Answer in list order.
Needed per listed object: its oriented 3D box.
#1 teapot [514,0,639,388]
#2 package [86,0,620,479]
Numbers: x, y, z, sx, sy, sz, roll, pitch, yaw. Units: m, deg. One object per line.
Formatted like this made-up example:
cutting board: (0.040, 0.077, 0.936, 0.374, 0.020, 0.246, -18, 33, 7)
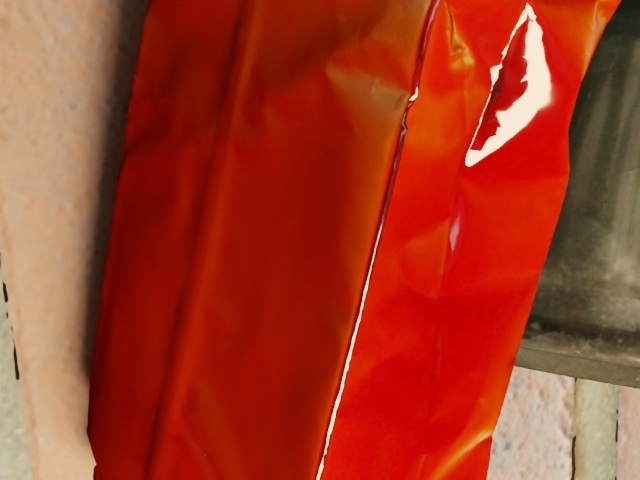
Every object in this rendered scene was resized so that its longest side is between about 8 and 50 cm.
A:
teapot: (0.215, -0.036, 0.648, 0.321, 0.239, 0.239, 10, 89, -24)
package: (0.000, 0.001, 0.545, 0.123, 0.196, 0.424, -4, 116, -41)
